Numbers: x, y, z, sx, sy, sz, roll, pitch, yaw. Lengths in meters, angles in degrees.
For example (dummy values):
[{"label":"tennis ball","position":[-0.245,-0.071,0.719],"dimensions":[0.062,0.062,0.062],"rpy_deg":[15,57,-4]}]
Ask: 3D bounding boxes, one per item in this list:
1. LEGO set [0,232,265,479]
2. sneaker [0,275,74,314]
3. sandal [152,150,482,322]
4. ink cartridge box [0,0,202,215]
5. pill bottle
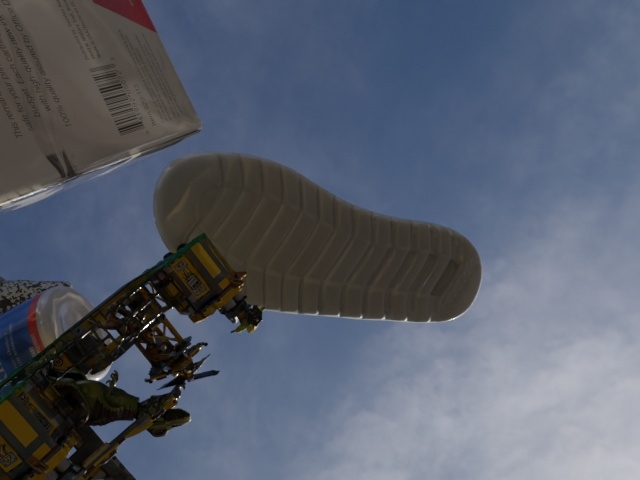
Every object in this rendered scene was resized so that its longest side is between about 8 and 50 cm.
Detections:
[{"label":"LEGO set","position":[-0.181,0.164,0.658],"dimensions":[0.192,0.255,0.331],"rpy_deg":[53,-139,-10]},{"label":"sneaker","position":[-0.399,0.233,0.947],"dimensions":[0.182,0.158,0.410],"rpy_deg":[-7,-94,-10]},{"label":"sandal","position":[-0.005,0.015,0.845],"dimensions":[0.416,0.102,0.169],"rpy_deg":[19,-91,-11]},{"label":"ink cartridge box","position":[-0.266,-0.135,0.570],"dimensions":[0.283,0.117,0.207],"rpy_deg":[-35,-77,-51]},{"label":"pill bottle","position":[-0.372,0.153,0.807],"dimensions":[0.221,0.124,0.124],"rpy_deg":[-28,-74,10]}]
